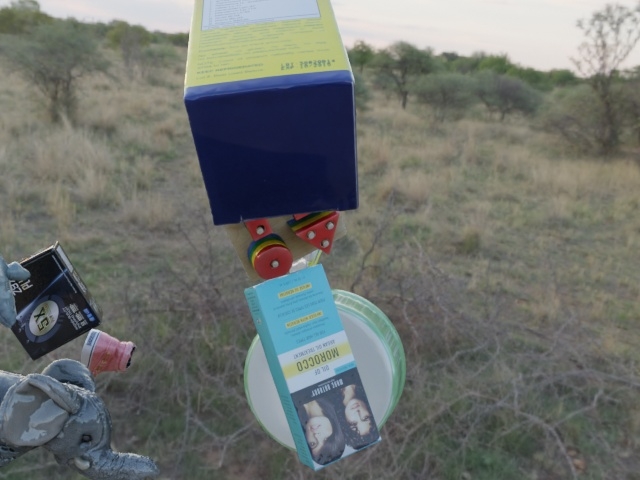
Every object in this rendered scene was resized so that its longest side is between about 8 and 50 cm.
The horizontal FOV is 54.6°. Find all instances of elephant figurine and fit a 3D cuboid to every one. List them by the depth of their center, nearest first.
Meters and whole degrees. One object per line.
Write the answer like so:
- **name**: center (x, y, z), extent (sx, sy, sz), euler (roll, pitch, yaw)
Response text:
- **elephant figurine**: center (-0.351, 0.229, 0.801), extent (0.240, 0.186, 0.169), euler (-13, 39, -10)

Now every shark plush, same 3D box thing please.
- **shark plush**: center (-0.408, 0.032, 0.753), extent (0.073, 0.161, 0.067), euler (-8, 41, -11)

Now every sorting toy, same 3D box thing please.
- **sorting toy**: center (-0.074, -0.040, 1.373), extent (0.257, 0.255, 0.089), euler (-27, 39, -9)

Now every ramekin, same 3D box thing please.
- **ramekin**: center (0.005, 0.242, 1.139), extent (0.304, 0.303, 0.148), euler (9, -1, 7)

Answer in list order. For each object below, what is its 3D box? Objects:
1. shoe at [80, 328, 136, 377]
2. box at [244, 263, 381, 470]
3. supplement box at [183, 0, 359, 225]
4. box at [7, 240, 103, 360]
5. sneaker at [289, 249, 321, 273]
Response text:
- **shoe**: center (-0.383, 0.218, 1.114), extent (0.081, 0.178, 0.063), euler (21, 55, -10)
- **box**: center (-0.012, 0.162, 0.814), extent (0.101, 0.244, 0.060), euler (-18, -2, -20)
- **supplement box**: center (-0.068, -0.214, 0.868), extent (0.194, 0.195, 0.356), euler (-6, 43, -1)
- **box**: center (-0.537, 0.115, 1.209), extent (0.147, 0.180, 0.077), euler (-28, 18, -10)
- **sneaker**: center (0.000, 0.000, 1.639), extent (0.126, 0.240, 0.091), euler (9, 9, -45)
